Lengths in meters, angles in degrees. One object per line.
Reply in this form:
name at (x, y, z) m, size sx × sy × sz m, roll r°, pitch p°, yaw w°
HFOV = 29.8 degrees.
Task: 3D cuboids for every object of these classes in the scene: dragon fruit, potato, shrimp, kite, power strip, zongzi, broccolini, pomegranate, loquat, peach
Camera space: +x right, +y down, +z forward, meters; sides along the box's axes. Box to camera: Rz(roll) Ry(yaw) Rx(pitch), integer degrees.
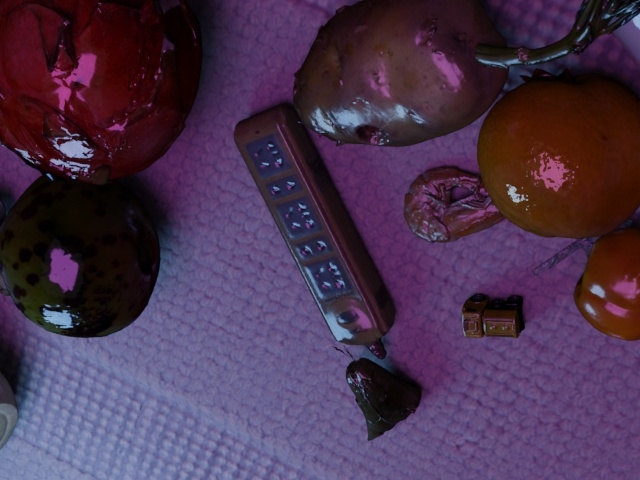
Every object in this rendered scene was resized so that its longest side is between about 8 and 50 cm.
dragon fruit at (-0.295, -0.227, 1.531) m, size 0.295 × 0.295 × 0.302 m, roll 34°, pitch 134°, yaw 3°
potato at (0.091, -0.208, 1.468) m, size 0.296 × 0.141 × 0.192 m, roll -16°, pitch 103°, yaw 34°
shrimp at (0.191, -0.053, 1.570) m, size 0.180 × 0.041 × 0.099 m, roll -12°, pitch 94°, yaw 27°
kite at (0.332, 0.002, 1.552) m, size 0.152 × 0.005 × 0.137 m, roll -26°, pitch 104°, yaw 29°
power strip at (0.000, 0.000, 1.648) m, size 0.092 × 0.066 × 0.388 m, roll -19°, pitch 106°, yaw 30°
zongzi at (0.051, 0.224, 1.720) m, size 0.154 × 0.062 × 0.130 m, roll 32°, pitch 130°, yaw -17°
broccolini at (0.241, -0.247, 1.245) m, size 0.271 × 0.062 × 0.123 m, roll -20°, pitch 100°, yaw 53°
pomegranate at (-0.371, 0.006, 1.719) m, size 0.306 × 0.242 × 0.242 m, roll 21°, pitch 122°, yaw 35°
loquat at (0.287, -0.102, 1.406) m, size 0.208 × 0.208 × 0.208 m, roll 9°, pitch 117°, yaw 17°
peach at (0.386, 0.053, 1.485) m, size 0.138 × 0.138 × 0.138 m, roll 9°, pitch 117°, yaw 17°

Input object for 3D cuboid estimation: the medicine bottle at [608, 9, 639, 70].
medicine bottle at (0.383, -0.304, 1.270) m, size 0.211 × 0.211 × 0.371 m, roll -33°, pitch 98°, yaw 30°

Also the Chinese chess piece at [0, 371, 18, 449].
Chinese chess piece at (-0.640, 0.314, 1.889) m, size 0.140 × 0.338 × 0.338 m, roll 46°, pitch 123°, yaw 14°

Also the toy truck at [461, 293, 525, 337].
toy truck at (0.229, 0.105, 1.613) m, size 0.083 × 0.054 × 0.049 m, roll 1°, pitch 114°, yaw 22°

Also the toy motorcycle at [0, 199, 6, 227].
toy motorcycle at (-0.621, 0.026, 1.852) m, size 0.200 × 0.191 × 0.326 m, roll 44°, pitch 141°, yaw -12°
